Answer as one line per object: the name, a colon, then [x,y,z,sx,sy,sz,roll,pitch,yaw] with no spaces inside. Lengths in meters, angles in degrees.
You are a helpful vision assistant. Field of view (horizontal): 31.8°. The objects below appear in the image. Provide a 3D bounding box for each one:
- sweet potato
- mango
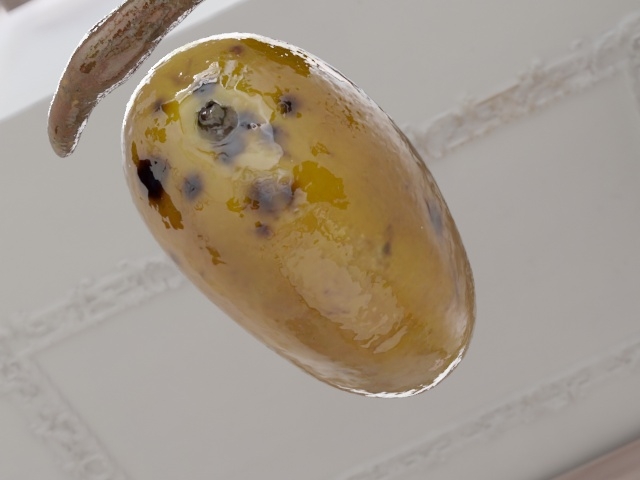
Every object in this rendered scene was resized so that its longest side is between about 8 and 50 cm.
sweet potato: [-0.185,-0.170,1.025,0.058,0.255,0.078,53,-160,23]
mango: [0.001,0.001,0.408,0.178,0.090,0.115,52,175,-37]
